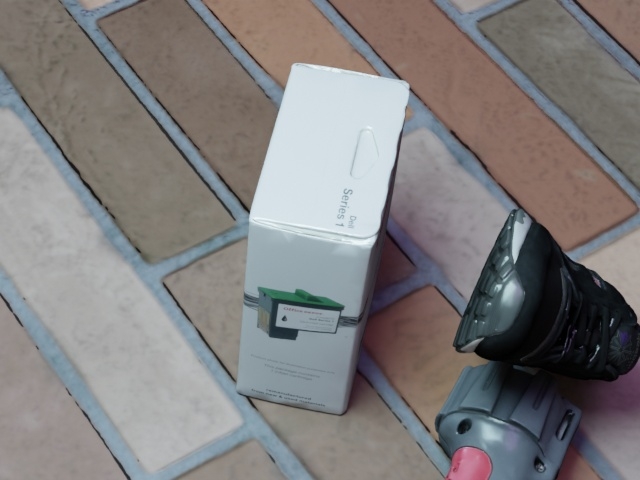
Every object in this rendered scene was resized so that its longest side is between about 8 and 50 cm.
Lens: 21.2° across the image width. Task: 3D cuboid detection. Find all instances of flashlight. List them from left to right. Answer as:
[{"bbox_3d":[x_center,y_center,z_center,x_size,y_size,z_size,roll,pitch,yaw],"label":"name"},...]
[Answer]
[{"bbox_3d":[0.078,0.210,1.195,0.103,0.103,0.304,-14,33,41],"label":"flashlight"}]

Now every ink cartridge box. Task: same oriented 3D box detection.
[{"bbox_3d":[0.000,0.000,1.270,0.092,0.219,0.160,11,51,3],"label":"ink cartridge box"}]

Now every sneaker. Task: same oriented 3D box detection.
[{"bbox_3d":[0.177,0.049,1.231,0.124,0.283,0.107,24,95,10],"label":"sneaker"}]
